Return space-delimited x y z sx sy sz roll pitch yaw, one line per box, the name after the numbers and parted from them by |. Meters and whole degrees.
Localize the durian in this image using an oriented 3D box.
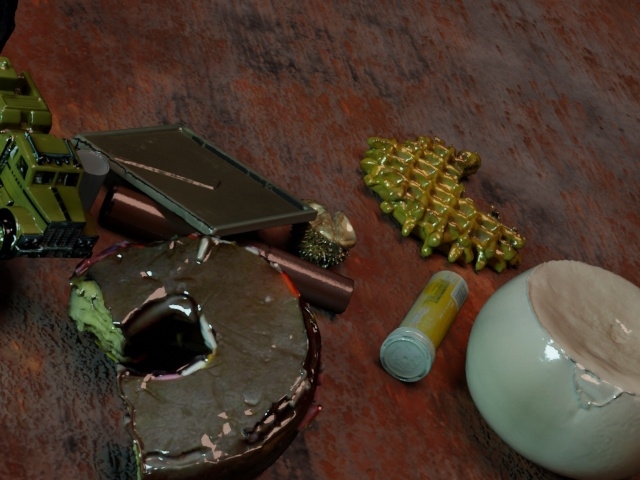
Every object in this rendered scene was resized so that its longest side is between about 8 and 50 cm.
0.002 0.002 2.112 0.110 0.071 0.140 21 21 -23 | durian

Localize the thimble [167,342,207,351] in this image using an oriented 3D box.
-0.152 0.092 1.880 0.084 0.062 0.110 39 33 13 | thimble

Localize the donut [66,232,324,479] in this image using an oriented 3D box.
-0.131 0.133 1.708 0.259 0.136 0.345 -17 52 -15 | donut

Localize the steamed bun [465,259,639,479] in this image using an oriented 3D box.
0.345 0.185 2.023 0.324 0.206 0.324 21 32 -14 | steamed bun

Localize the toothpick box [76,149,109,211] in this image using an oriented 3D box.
-0.312 -0.071 1.944 0.052 0.083 0.052 21 35 -16 | toothpick box

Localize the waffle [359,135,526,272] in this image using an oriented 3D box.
0.189 -0.074 2.366 0.260 0.069 0.293 8 39 -33 | waffle

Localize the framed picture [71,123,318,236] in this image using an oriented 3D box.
-0.173 -0.087 2.063 0.289 0.016 0.213 33 27 32 | framed picture

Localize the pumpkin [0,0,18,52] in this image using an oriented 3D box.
-0.564 -0.340 1.933 0.363 0.266 0.363 23 29 -14 | pumpkin

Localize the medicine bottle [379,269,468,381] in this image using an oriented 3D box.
0.151 0.115 2.087 0.074 0.074 0.218 34 31 4 | medicine bottle

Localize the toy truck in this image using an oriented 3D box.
-0.344 -0.090 1.745 0.127 0.127 0.257 2 49 -42 | toy truck

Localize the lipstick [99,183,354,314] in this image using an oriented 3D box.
-0.124 0.013 2.012 0.357 0.057 0.057 23 34 -13 | lipstick
